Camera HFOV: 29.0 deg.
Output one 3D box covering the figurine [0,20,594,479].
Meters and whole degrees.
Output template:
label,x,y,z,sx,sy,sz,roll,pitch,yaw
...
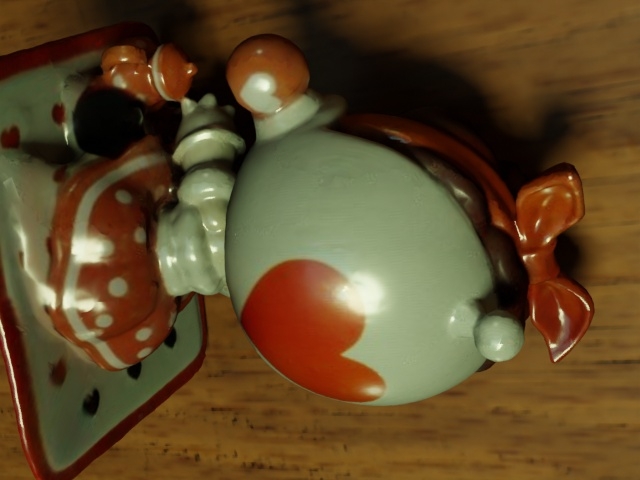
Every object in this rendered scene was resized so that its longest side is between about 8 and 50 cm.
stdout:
label,x,y,z,sx,sy,sz,roll,pitch,yaw
figurine,0.000,0.000,0.511,0.226,0.160,0.183,0,108,24
